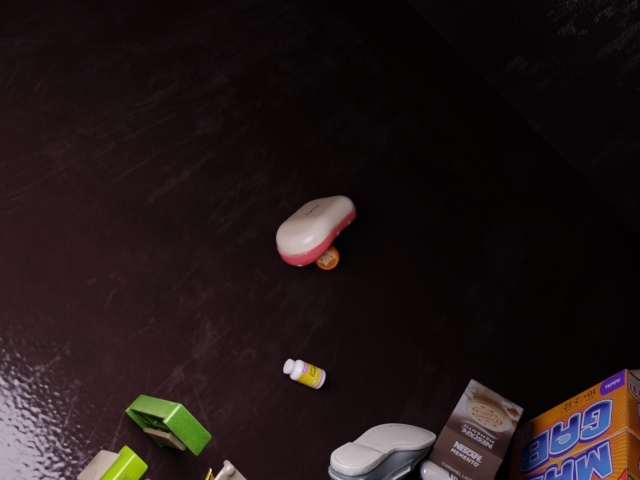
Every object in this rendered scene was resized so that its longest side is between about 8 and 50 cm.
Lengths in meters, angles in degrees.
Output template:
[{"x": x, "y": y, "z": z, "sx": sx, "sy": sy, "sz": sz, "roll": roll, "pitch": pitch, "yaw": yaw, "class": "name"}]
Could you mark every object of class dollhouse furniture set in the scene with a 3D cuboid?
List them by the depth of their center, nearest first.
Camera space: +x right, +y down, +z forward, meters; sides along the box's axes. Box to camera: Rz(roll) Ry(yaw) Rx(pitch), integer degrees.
[{"x": -0.239, "y": 0.437, "z": 1.342, "sx": 0.301, "sy": 0.151, "sz": 0.197, "roll": 52, "pitch": 58, "yaw": -20, "class": "dollhouse furniture set"}]

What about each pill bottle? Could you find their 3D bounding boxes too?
[{"x": -0.034, "y": 0.277, "z": 1.670, "sx": 0.083, "sy": 0.043, "sz": 0.043, "roll": 26, "pitch": 44, "yaw": -23, "class": "pill bottle"}]

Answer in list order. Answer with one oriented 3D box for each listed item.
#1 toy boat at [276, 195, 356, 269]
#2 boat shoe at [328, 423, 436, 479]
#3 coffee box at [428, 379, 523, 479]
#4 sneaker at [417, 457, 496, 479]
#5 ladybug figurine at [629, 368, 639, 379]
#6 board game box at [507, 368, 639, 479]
[{"x": 0.000, "y": 0.000, "z": 1.883, "sx": 0.231, "sy": 0.151, "sz": 0.151, "roll": -44, "pitch": 119, "yaw": -51, "class": "toy boat"}, {"x": 0.128, "y": 0.457, "z": 1.649, "sx": 0.319, "sy": 0.116, "sz": 0.099, "roll": -5, "pitch": 104, "yaw": -51, "class": "boat shoe"}, {"x": 0.349, "y": 0.428, "z": 1.774, "sx": 0.141, "sy": 0.098, "sz": 0.246, "roll": 29, "pitch": 24, "yaw": 14, "class": "coffee box"}, {"x": 0.316, "y": 0.524, "z": 1.741, "sx": 0.237, "sy": 0.086, "sz": 0.085, "roll": 26, "pitch": 45, "yaw": -21, "class": "sneaker"}, {"x": 0.981, "y": 0.555, "z": 2.241, "sx": 0.305, "sy": 0.162, "sz": 0.449, "roll": 15, "pitch": 49, "yaw": -33, "class": "ladybug figurine"}, {"x": 0.668, "y": 0.585, "z": 1.786, "sx": 0.356, "sy": 0.356, "sz": 0.356, "roll": 37, "pitch": 40, "yaw": -11, "class": "board game box"}]
